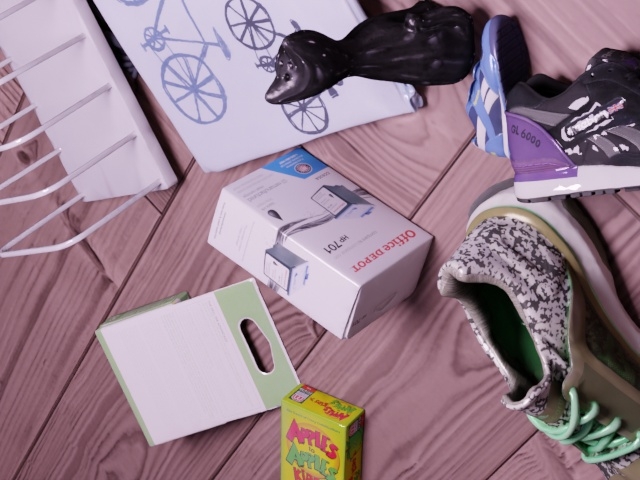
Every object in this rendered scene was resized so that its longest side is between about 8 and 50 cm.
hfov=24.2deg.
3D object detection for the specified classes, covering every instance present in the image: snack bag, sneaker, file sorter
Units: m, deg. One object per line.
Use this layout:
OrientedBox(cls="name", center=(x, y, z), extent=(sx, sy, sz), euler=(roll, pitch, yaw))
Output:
OrientedBox(cls="snack bag", center=(-0.090, -0.238, 1.555), extent=(0.342, 0.037, 0.323), euler=(-13, 116, 43))
OrientedBox(cls="sneaker", center=(0.281, -0.110, 1.293), extent=(0.283, 0.107, 0.124), euler=(-7, 99, 37))
OrientedBox(cls="file sorter", center=(-0.339, -0.141, 1.742), extent=(0.192, 0.173, 0.278), euler=(-6, 115, 49))
OrientedBox(cls="sneaker", center=(0.238, 0.147, 1.421), extent=(0.410, 0.182, 0.158), euler=(54, 136, 3))
OrientedBox(cls="sneaker", center=(0.163, -0.144, 1.415), extent=(0.059, 0.053, 0.144), euler=(14, 121, 38))

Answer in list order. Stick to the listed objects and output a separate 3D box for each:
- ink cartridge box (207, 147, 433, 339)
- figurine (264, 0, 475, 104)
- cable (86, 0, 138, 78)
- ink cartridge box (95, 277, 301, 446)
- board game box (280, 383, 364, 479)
OrientedBox(cls="ink cartridge box", center=(0.000, 0.000, 1.578), extent=(0.190, 0.139, 0.082), euler=(33, 130, 22))
OrientedBox(cls="figurine", center=(0.050, -0.227, 1.342), extent=(0.092, 0.209, 0.215), euler=(45, 138, 38))
OrientedBox(cls="cable", center=(-0.210, -0.260, 1.682), extent=(0.184, 0.047, 0.151), euler=(-11, 106, 44))
OrientedBox(cls="ink cartridge box", center=(-0.143, 0.146, 1.854), extent=(0.235, 0.056, 0.171), euler=(-20, 101, 21))
OrientedBox(cls="board game box", center=(0.000, 0.270, 1.799), extent=(0.092, 0.043, 0.181), euler=(20, 126, 28))
